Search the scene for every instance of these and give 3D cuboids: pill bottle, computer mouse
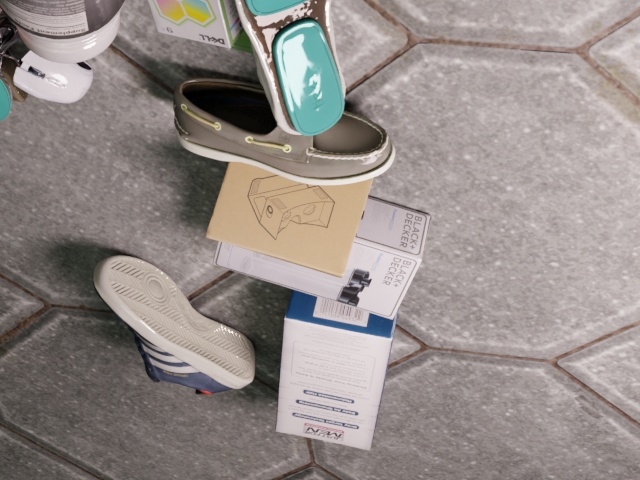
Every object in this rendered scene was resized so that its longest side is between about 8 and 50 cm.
[{"bbox_3d":[-0.308,-0.330,1.484,0.162,0.162,0.278,13,159,1],"label":"pill bottle"},{"bbox_3d":[-0.367,-0.223,1.690,0.193,0.042,0.106,14,114,-53],"label":"computer mouse"}]

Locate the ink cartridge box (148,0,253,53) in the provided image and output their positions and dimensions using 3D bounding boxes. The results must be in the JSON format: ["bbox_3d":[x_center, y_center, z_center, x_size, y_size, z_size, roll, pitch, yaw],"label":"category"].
[{"bbox_3d":[-0.152,-0.300,1.566,0.109,0.062,0.209,16,144,23],"label":"ink cartridge box"}]

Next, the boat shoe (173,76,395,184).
[{"bbox_3d":[-0.052,-0.151,1.699,0.305,0.109,0.091,11,146,11],"label":"boat shoe"}]

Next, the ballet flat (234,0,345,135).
[{"bbox_3d":[-0.051,-0.296,1.510,0.139,0.139,0.400,5,140,12],"label":"ballet flat"}]

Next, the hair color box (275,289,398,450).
[{"bbox_3d":[0.025,0.204,2.109,0.174,0.105,0.347,12,141,4],"label":"hair color box"}]

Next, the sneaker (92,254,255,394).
[{"bbox_3d":[-0.271,0.159,2.126,0.148,0.131,0.350,-25,128,33],"label":"sneaker"}]

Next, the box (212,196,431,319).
[{"bbox_3d":[0.000,0.000,1.883,0.290,0.087,0.169,17,142,-4],"label":"box"}]

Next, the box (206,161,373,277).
[{"bbox_3d":[-0.041,-0.053,1.784,0.201,0.164,0.021,17,174,-4],"label":"box"}]

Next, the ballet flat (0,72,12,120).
[{"bbox_3d":[-0.465,-0.225,1.686,0.070,0.070,0.188,5,157,12],"label":"ballet flat"}]

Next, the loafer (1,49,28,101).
[{"bbox_3d":[-0.452,-0.244,1.752,0.050,0.056,0.148,-6,137,15],"label":"loafer"}]
